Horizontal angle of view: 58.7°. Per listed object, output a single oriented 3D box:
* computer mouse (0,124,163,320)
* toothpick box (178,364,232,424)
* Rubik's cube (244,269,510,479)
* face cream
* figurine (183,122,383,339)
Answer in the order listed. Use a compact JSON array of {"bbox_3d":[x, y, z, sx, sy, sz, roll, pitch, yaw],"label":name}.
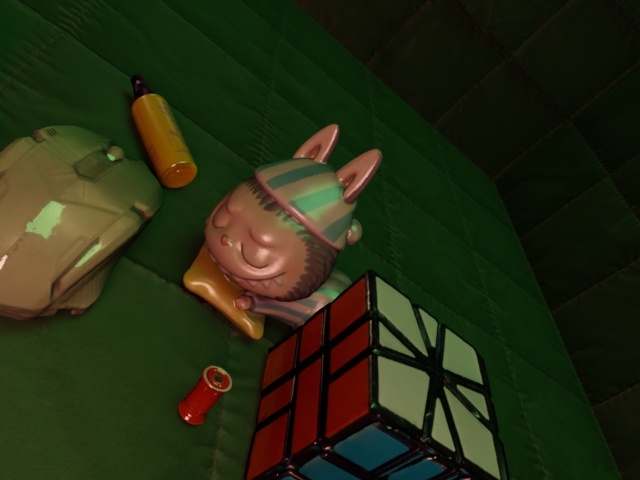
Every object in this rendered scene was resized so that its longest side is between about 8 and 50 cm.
[{"bbox_3d":[-0.363,-0.058,0.834,0.228,0.145,0.429,38,29,-14],"label":"computer mouse"},{"bbox_3d":[-0.167,0.223,0.819,0.047,0.083,0.047,31,24,-16],"label":"toothpick box"},{"bbox_3d":[0.084,0.276,0.896,0.288,0.283,0.294,38,33,-20],"label":"Rubik's cube"},{"bbox_3d":[-0.333,-0.234,1.161,0.078,0.078,0.273,6,49,-52],"label":"face cream"},{"bbox_3d":[0.000,0.000,1.027,0.361,0.377,0.266,32,32,-25],"label":"figurine"}]
